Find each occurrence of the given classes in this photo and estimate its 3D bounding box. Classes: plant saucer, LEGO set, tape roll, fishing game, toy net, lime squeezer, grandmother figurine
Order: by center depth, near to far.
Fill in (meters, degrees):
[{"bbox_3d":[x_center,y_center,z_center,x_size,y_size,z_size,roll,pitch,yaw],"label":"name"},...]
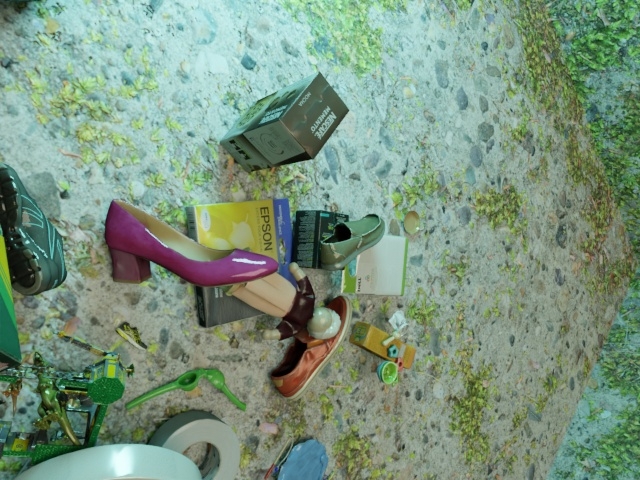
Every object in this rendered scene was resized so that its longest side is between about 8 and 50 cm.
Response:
[{"bbox_3d":[-0.531,0.271,0.883,0.331,0.192,0.255,7,108,-23],"label":"LEGO set"},{"bbox_3d":[-0.423,0.542,0.920,0.392,0.072,0.392,-11,128,-14],"label":"tape roll"},{"bbox_3d":[-0.304,0.526,1.120,0.219,0.072,0.219,-1,91,-37],"label":"tape roll"},{"bbox_3d":[-0.308,0.364,1.158,0.310,0.059,0.110,15,114,-36],"label":"lime squeezer"},{"bbox_3d":[-0.086,0.163,1.201,0.342,0.104,0.208,33,82,-29],"label":"grandmother figurine"},{"bbox_3d":[-0.054,0.659,1.353,0.189,0.041,0.264,-55,128,-22],"label":"fishing game"},{"bbox_3d":[0.243,0.336,1.465,0.122,0.045,0.232,30,71,-33],"label":"toy net"},{"bbox_3d":[0.312,-0.063,1.621,0.083,0.015,0.083,-1,92,-36],"label":"plant saucer"}]

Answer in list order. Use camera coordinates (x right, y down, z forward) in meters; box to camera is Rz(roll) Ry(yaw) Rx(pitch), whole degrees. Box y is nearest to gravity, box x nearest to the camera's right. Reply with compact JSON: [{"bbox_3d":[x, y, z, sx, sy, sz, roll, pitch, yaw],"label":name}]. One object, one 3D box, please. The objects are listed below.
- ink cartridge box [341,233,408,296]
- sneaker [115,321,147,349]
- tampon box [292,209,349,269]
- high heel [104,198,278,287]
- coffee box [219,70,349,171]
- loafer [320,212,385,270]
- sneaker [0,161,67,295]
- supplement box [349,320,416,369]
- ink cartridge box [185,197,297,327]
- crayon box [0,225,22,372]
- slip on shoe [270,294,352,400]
[{"bbox_3d":[0.144,0.071,1.451,0.255,0.097,0.189,6,88,-35],"label":"ink cartridge box"},{"bbox_3d":[-0.423,0.218,1.070,0.083,0.031,0.035,49,64,-27],"label":"sneaker"},{"bbox_3d":[0.000,0.000,1.328,0.120,0.101,0.161,7,87,-46],"label":"tampon box"},{"bbox_3d":[-0.280,0.001,1.017,0.377,0.127,0.181,-1,101,-2],"label":"high heel"},{"bbox_3d":[-0.095,-0.274,1.137,0.119,0.297,0.168,47,65,-28],"label":"coffee box"},{"bbox_3d":[0.089,-0.014,1.277,0.251,0.094,0.087,-40,124,-38],"label":"loafer"},{"bbox_3d":[-0.581,-0.021,0.920,0.101,0.106,0.267,-20,88,9],"label":"sneaker"},{"bbox_3d":[0.204,0.339,1.512,0.233,0.078,0.080,31,73,-34],"label":"supplement box"},{"bbox_3d":[-0.181,0.047,1.226,0.307,0.072,0.304,-9,97,-34],"label":"ink cartridge box"},{"bbox_3d":[-0.613,0.091,0.741,0.202,0.318,0.081,-25,149,-13],"label":"crayon box"},{"bbox_3d":[-0.021,0.287,1.324,0.101,0.123,0.331,45,70,-24],"label":"slip on shoe"}]
